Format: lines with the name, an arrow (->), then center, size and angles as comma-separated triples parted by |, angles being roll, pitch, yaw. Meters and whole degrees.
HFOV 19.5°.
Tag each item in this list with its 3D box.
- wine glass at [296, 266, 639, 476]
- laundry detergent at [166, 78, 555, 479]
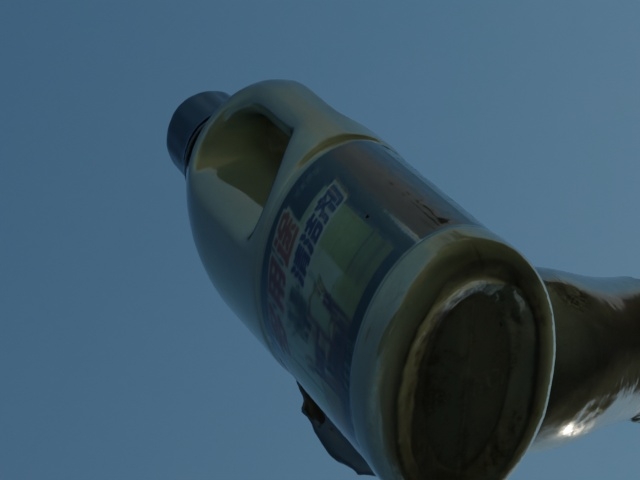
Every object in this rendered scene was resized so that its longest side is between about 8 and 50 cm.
wine glass -> 0.096, 0.061, 0.959 | 0.222, 0.103, 0.103 | -3, -110, -47
laundry detergent -> 0.000, 0.000, 0.672 | 0.070, 0.226, 0.099 | -16, -58, -19
